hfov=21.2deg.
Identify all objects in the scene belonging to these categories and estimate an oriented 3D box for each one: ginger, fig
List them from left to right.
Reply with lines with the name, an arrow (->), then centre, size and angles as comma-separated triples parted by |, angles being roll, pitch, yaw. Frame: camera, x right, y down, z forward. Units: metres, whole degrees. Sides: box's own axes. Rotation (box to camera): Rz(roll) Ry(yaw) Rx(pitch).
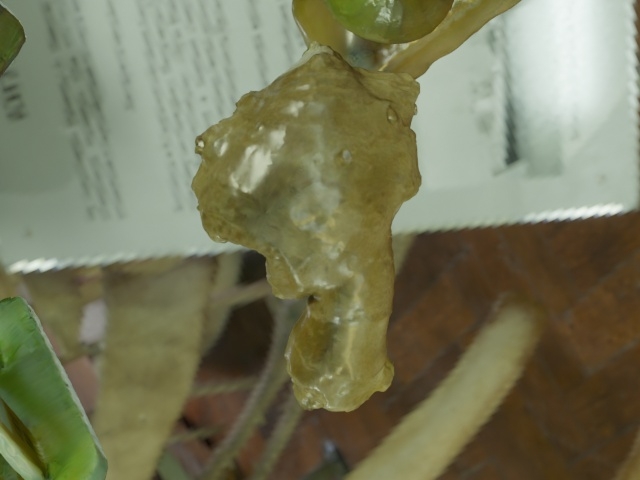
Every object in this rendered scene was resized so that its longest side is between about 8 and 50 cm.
ginger -> -0.009, -0.001, 0.735 | 0.067, 0.096, 0.165 | -121, 33, -71
fig -> 0.036, -0.137, 0.873 | 0.088, 0.074, 0.074 | -70, -41, -83

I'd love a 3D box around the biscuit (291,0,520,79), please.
biscuit -> 0.082, -0.242, 1.029 | 0.237, 0.291, 0.062 | 60, -172, 31

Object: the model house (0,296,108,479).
model house -> -0.286, 0.071, 0.613 | 0.323, 0.300, 0.340 | 52, 177, -27

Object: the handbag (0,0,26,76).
handbag -> -0.381, -0.136, 1.241 | 0.241, 0.263, 0.222 | 42, 174, -16
